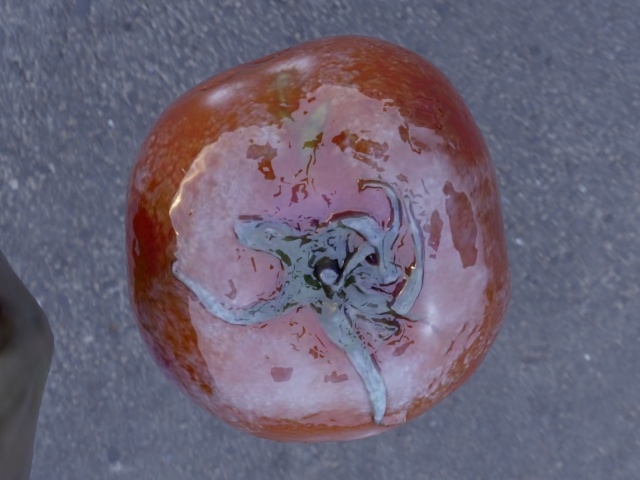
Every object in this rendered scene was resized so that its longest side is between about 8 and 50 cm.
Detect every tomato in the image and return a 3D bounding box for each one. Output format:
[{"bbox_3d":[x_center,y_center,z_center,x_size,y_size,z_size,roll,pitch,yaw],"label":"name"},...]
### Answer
[{"bbox_3d":[-0.004,0.001,0.751,0.232,0.188,0.232,0,101,1],"label":"tomato"}]

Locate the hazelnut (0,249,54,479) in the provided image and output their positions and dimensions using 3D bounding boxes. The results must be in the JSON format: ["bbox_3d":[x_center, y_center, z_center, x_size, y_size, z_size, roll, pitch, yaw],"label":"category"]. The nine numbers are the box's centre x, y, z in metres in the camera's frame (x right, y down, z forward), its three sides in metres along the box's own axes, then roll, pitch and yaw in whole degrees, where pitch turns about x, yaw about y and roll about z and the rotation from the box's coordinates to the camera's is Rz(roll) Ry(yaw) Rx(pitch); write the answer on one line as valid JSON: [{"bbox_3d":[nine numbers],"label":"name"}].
[{"bbox_3d":[-0.338,0.101,0.722,0.359,0.359,0.409,-21,111,-7],"label":"hazelnut"}]
